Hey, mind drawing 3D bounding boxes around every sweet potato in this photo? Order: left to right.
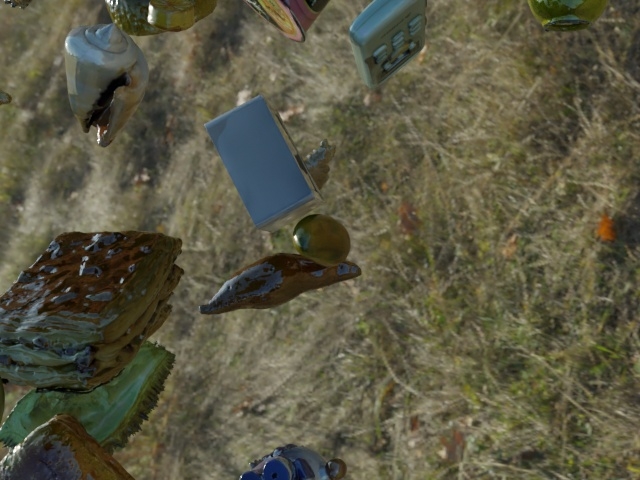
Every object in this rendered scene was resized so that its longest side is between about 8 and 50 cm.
[{"bbox_3d":[-0.094,0.085,1.774,0.359,0.112,0.112,-20,46,-6],"label":"sweet potato"}]

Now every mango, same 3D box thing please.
[{"bbox_3d":[-0.001,-0.003,1.653,0.089,0.163,0.111,-39,56,19],"label":"mango"}]

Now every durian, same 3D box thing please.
[{"bbox_3d":[-0.458,0.342,1.684,0.198,0.394,0.163,54,150,2],"label":"durian"}]

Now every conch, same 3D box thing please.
[{"bbox_3d":[-0.363,-0.278,1.412,0.127,0.158,0.255,-52,0,-31],"label":"conch"}]

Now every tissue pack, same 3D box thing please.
[{"bbox_3d":[-0.111,-0.157,1.712,0.136,0.159,0.246,-28,83,7],"label":"tissue pack"}]

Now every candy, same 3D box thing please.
[{"bbox_3d":[-0.360,-0.554,1.866,0.260,0.260,0.118,48,154,49],"label":"candy"}]

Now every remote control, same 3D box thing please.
[{"bbox_3d":[0.118,-0.342,1.374,0.140,0.296,0.056,-41,83,2],"label":"remote control"}]

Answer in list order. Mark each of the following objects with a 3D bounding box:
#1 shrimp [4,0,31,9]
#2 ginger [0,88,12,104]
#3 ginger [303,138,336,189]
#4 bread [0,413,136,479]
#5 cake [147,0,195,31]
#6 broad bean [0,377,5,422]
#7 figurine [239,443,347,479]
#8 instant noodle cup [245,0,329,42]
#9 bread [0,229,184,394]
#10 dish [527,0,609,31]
[{"bbox_3d":[-0.442,-0.380,1.194,0.161,0.034,0.091,4,111,65],"label":"shrimp"},{"bbox_3d":[-0.637,-0.238,1.410,0.299,0.118,0.065,-54,-30,-70],"label":"ginger"},{"bbox_3d":[-0.042,-0.162,2.080,0.074,0.213,0.137,26,138,48],"label":"ginger"},{"bbox_3d":[-0.370,0.474,1.373,0.185,0.380,0.109,-45,2,6],"label":"bread"},{"bbox_3d":[-0.265,-0.402,1.460,0.084,0.084,0.044,-119,30,-45],"label":"cake"},{"bbox_3d":[-0.510,0.161,1.023,0.121,0.263,0.189,-21,33,30],"label":"broad bean"},{"bbox_3d":[-0.072,0.412,1.387,0.194,0.274,0.133,-40,65,20],"label":"figurine"},{"bbox_3d":[-0.032,-0.526,1.477,0.255,0.244,0.244,-47,39,-2],"label":"instant noodle cup"},{"bbox_3d":[-0.387,0.125,1.373,0.278,0.167,0.324,0,36,20],"label":"bread"},{"bbox_3d":[0.472,-0.439,1.547,0.208,0.149,0.080,5,93,59],"label":"dish"}]
